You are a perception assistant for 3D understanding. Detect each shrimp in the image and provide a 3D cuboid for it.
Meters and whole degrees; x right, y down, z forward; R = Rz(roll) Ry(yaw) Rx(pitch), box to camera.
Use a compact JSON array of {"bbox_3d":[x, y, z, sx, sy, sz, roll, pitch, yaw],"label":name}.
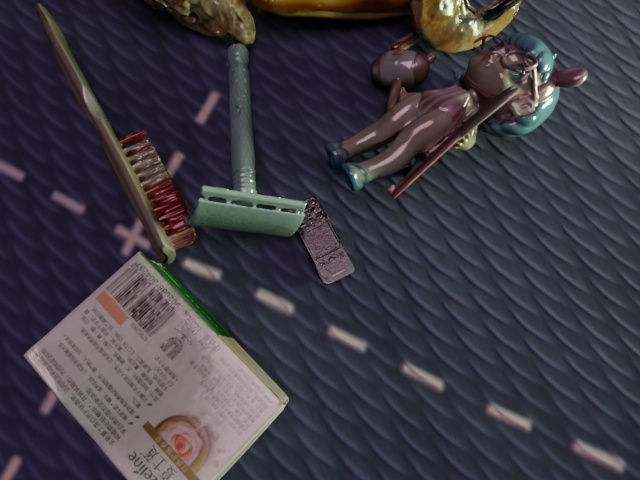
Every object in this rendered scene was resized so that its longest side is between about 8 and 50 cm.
[{"bbox_3d":[0.163,-0.312,0.495,0.152,0.219,0.046,-15,35,-1],"label":"shrimp"}]

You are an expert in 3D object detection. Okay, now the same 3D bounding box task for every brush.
[{"bbox_3d":[-0.222,-0.123,0.512,0.050,0.060,0.320,-28,78,-20],"label":"brush"}]

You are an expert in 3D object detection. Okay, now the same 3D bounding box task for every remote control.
[{"bbox_3d":[0.000,0.000,0.504,0.039,0.014,0.096,-25,76,-6],"label":"remote control"}]

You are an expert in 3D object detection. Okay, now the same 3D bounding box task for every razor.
[{"bbox_3d":[-0.085,-0.118,0.502,0.106,0.068,0.231,7,63,-29],"label":"razor"}]

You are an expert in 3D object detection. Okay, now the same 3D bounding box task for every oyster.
[{"bbox_3d":[-0.207,-0.354,0.541,0.166,0.110,0.341,-37,79,-8],"label":"oyster"}]

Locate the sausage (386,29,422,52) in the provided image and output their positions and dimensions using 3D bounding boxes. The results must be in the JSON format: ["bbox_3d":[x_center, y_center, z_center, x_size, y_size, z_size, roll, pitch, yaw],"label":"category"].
[{"bbox_3d":[0.121,-0.247,0.566,0.100,0.015,0.015,-32,78,-8],"label":"sausage"}]

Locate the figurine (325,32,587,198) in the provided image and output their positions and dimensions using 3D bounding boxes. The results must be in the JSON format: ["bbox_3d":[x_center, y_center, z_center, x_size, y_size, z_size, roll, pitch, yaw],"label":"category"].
[{"bbox_3d":[0.123,-0.138,0.509,0.260,0.102,0.205,-29,42,-6],"label":"figurine"}]

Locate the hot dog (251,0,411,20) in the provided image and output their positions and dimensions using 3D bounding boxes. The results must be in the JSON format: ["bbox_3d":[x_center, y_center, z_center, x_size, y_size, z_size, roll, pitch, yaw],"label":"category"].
[{"bbox_3d":[0.035,-0.308,0.546,0.250,0.068,0.100,-3,114,-6],"label":"hot dog"}]

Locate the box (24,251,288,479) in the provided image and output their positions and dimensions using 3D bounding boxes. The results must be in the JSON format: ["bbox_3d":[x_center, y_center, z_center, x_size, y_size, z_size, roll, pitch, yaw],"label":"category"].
[{"bbox_3d":[-0.144,0.128,0.438,0.135,0.081,0.199,-44,78,-9],"label":"box"}]
